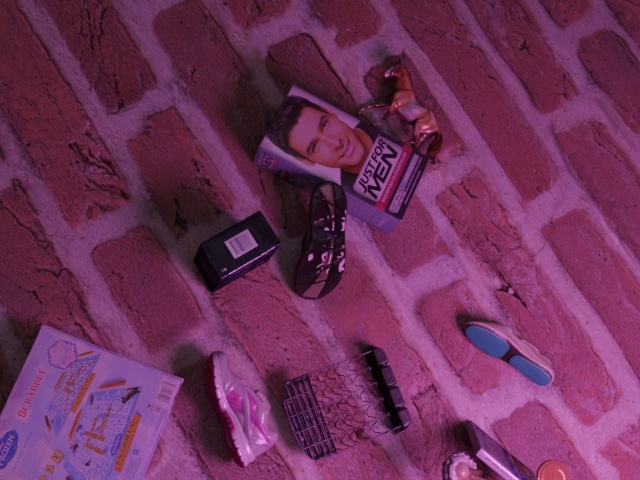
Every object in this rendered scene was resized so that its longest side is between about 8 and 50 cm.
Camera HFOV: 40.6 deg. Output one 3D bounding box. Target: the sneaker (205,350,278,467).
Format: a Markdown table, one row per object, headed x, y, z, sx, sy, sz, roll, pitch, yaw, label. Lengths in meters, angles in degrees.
| x | y | z | sx | sy | sz | roll | pitch | yaw | label |
| --- | --- | --- | --- | --- | --- | --- | --- | --- | --- |
| -0.170 | 0.352 | 1.864 | 0.111 | 0.103 | 0.252 | -19 | 86 | -22 | sneaker |

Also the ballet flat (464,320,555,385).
| x | y | z | sx | sy | sz | roll | pitch | yaw | label |
| --- | --- | --- | --- | --- | --- | --- | --- | --- | --- |
| 0.452 | 0.253 | 2.058 | 0.248 | 0.086 | 0.086 | 37 | 69 | -3 | ballet flat |

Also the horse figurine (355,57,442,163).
| x | y | z | sx | sy | sz | roll | pitch | yaw | label |
| --- | --- | --- | --- | --- | --- | --- | --- | --- | --- |
| 0.218 | -0.304 | 2.164 | 0.174 | 0.066 | 0.263 | -41 | 84 | -15 | horse figurine |

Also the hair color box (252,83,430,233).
| x | y | z | sx | sy | sz | roll | pitch | yaw | label |
| --- | --- | --- | --- | --- | --- | --- | --- | --- | --- |
| 0.049 | -0.191 | 2.063 | 0.374 | 0.113 | 0.185 | 27 | 70 | -4 | hair color box |

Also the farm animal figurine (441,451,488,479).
| x | y | z | sx | sy | sz | roll | pitch | yaw | label |
| --- | --- | --- | --- | --- | --- | --- | --- | --- | --- |
| 0.280 | 0.642 | 1.835 | 0.327 | 0.172 | 0.330 | 46 | 60 | -45 | farm animal figurine |

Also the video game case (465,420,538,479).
| x | y | z | sx | sy | sz | roll | pitch | yaw | label |
| --- | --- | --- | --- | --- | --- | --- | --- | --- | --- |
| 0.408 | 0.492 | 1.905 | 0.193 | 0.212 | 0.023 | 39 | 95 | 0 | video game case |

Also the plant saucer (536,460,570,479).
| x | y | z | sx | sy | sz | roll | pitch | yaw | label |
| --- | --- | --- | --- | --- | --- | --- | --- | --- | --- |
| 0.545 | 0.556 | 2.017 | 0.083 | 0.013 | 0.083 | 4 | 72 | -13 | plant saucer |

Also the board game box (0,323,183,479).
| x | y | z | sx | sy | sz | roll | pitch | yaw | label |
| --- | --- | --- | --- | --- | --- | --- | --- | --- | --- |
| -0.491 | 0.379 | 1.788 | 0.318 | 0.066 | 0.319 | 23 | 70 | -6 | board game box |

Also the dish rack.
| x | y | z | sx | sy | sz | roll | pitch | yaw | label |
| --- | --- | --- | --- | --- | --- | --- | --- | --- | --- |
| 0.056 | 0.365 | 1.926 | 0.271 | 0.074 | 0.208 | -18 | 78 | -16 | dish rack |

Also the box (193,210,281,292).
| x | y | z | sx | sy | sz | roll | pitch | yaw | label |
| --- | --- | --- | --- | --- | --- | --- | --- | --- | --- |
| -0.187 | 0.027 | 1.916 | 0.156 | 0.158 | 0.093 | -30 | 84 | -20 | box |

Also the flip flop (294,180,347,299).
| x | y | z | sx | sy | sz | roll | pitch | yaw | label |
| --- | --- | --- | --- | --- | --- | --- | --- | --- | --- |
| 0.000 | 0.000 | 1.994 | 0.112 | 0.080 | 0.277 | 5 | 95 | -15 | flip flop |
